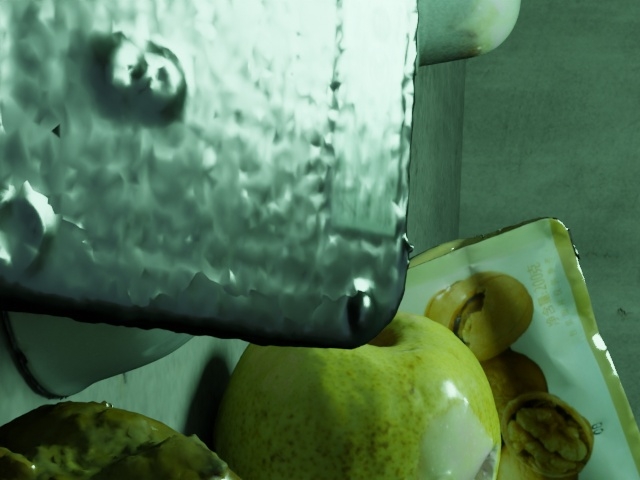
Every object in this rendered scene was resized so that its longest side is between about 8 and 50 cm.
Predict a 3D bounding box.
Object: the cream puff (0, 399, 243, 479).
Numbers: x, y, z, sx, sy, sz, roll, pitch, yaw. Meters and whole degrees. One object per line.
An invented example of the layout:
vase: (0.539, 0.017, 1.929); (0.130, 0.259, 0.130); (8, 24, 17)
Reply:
cream puff: (-0.069, 0.123, 0.436); (0.103, 0.126, 0.144); (-51, 136, -49)

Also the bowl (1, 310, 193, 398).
bowl: (-0.057, -0.030, 0.583); (0.189, 0.086, 0.189); (1, 90, -81)

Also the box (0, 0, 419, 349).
box: (-0.042, -0.145, 0.475); (0.211, 0.058, 0.350); (12, 79, -53)

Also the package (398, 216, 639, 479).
package: (0.117, 0.161, 1.136); (0.165, 0.221, 0.311); (160, -91, -82)

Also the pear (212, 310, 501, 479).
pear: (0.020, 0.126, 0.848); (0.178, 0.178, 0.178); (2, 90, -81)

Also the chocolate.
chocolate: (0.123, -0.238, 1.456); (0.221, 0.147, 0.221); (5, 90, -83)
